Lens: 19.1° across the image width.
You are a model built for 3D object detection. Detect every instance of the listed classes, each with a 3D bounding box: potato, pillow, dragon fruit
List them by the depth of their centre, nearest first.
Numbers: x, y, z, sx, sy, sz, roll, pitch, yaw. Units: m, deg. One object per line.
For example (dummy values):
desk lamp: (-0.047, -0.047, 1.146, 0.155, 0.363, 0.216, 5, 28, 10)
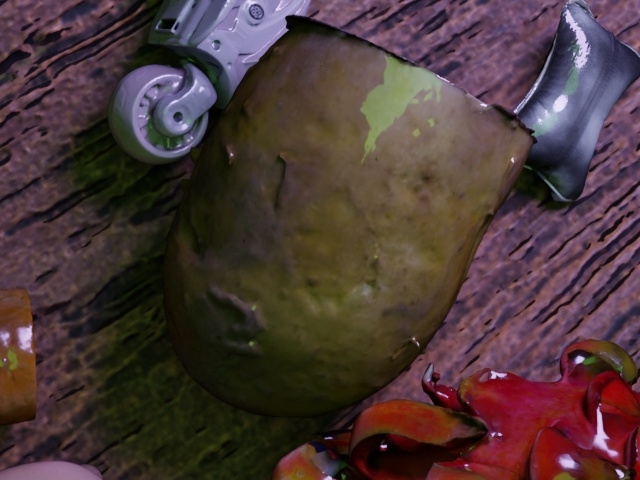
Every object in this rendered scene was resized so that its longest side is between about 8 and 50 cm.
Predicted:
dragon fruit: (0.133, 0.181, 1.319, 0.307, 0.243, 0.227, 26, 42, -22)
potato: (0.000, 0.000, 1.329, 0.229, 0.229, 0.266, 25, 91, -4)
pillow: (0.189, -0.104, 1.427, 0.091, 0.055, 0.135, 32, 84, -5)

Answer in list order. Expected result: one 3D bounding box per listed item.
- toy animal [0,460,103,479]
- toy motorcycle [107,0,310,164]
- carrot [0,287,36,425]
toy animal: (-0.248, 0.239, 1.298, 0.250, 0.154, 0.166, -18, 96, -5)
toy motorcycle: (-0.064, -0.164, 1.390, 0.112, 0.112, 0.254, 28, 81, -4)
carrot: (-0.349, 0.077, 1.313, 0.302, 0.139, 0.138, -2, 85, -8)
